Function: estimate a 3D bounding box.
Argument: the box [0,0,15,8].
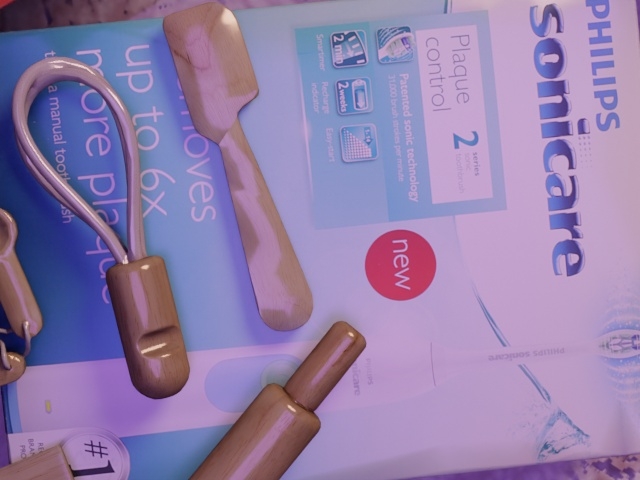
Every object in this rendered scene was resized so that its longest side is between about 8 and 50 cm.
[{"bbox_3d":[-0.198,-0.172,0.662,0.300,0.154,0.142,-30,124,1],"label":"box"}]

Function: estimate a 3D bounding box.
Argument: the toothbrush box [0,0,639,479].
[{"bbox_3d":[0.000,0.000,0.715,0.296,0.126,0.216,-5,94,-3],"label":"toothbrush box"}]

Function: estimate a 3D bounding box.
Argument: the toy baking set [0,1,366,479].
[{"bbox_3d":[-0.085,0.035,0.634,0.197,0.030,0.256,43,92,-3],"label":"toy baking set"}]
